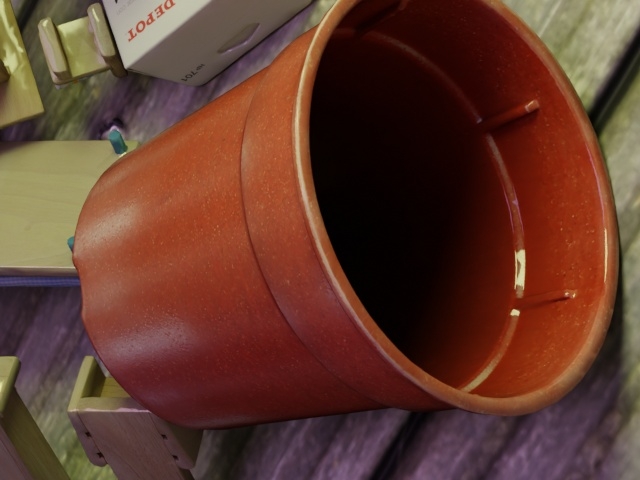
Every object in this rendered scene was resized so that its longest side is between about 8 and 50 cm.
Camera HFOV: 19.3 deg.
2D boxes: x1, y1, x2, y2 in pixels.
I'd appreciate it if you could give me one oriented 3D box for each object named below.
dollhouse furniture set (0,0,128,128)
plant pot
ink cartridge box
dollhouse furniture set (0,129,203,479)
[{"bbox_3d":[-0.284,-0.196,1.482,0.212,0.161,0.242,-18,82,-1],"label":"dollhouse furniture set"},{"bbox_3d":[0.000,0.000,1.192,0.265,0.272,0.272,-20,72,45],"label":"plant pot"},{"bbox_3d":[-0.100,-0.233,1.404,0.139,0.082,0.191,-34,62,31],"label":"ink cartridge box"},{"bbox_3d":[-0.186,0.062,1.443,0.286,0.198,0.303,-1,50,18],"label":"dollhouse furniture set"}]
